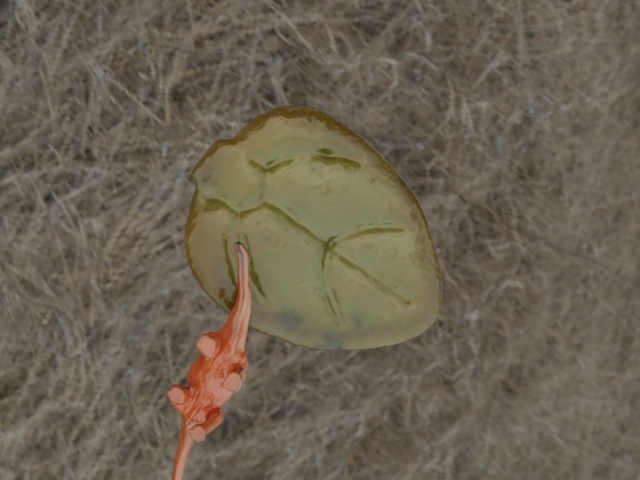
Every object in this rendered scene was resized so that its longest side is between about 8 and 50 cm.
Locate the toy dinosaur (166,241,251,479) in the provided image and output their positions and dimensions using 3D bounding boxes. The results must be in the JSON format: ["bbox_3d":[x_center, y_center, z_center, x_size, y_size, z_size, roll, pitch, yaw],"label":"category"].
[{"bbox_3d":[-0.100,0.138,1.009,0.055,0.101,0.279,24,95,4],"label":"toy dinosaur"}]

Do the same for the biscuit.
[{"bbox_3d":[0.002,-0.001,1.057,0.260,0.041,0.203,36,78,-13],"label":"biscuit"}]
